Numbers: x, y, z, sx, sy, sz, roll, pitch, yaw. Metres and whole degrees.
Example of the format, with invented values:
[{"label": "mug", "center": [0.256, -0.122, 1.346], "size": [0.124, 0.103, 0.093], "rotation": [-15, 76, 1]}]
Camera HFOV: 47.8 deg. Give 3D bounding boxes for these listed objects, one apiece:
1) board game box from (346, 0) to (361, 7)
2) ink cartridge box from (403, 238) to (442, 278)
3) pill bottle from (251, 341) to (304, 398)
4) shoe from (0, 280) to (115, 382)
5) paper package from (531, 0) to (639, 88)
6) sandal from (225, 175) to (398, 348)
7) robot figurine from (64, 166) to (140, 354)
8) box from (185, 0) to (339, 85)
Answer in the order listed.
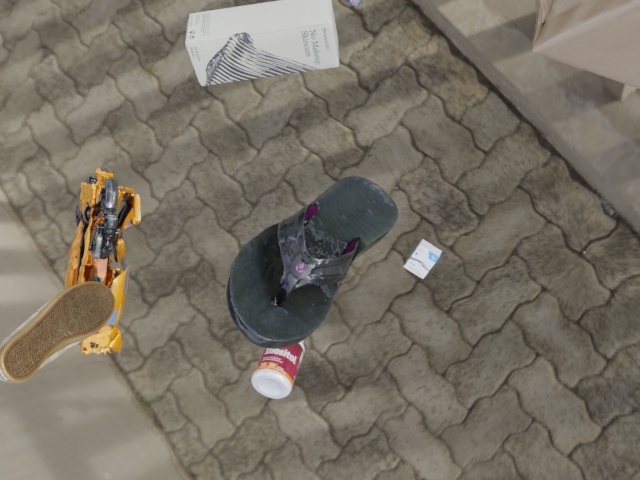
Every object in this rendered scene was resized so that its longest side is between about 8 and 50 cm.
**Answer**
[{"label": "board game box", "center": [0.134, -0.622, 1.527], "size": [0.060, 0.194, 0.194], "rotation": [37, 67, -4]}, {"label": "ink cartridge box", "center": [0.206, 0.044, 1.484], "size": [0.048, 0.028, 0.083], "rotation": [32, 126, 3]}, {"label": "pill bottle", "center": [-0.083, 0.248, 1.517], "size": [0.086, 0.152, 0.086], "rotation": [9, 132, 10]}, {"label": "shoe", "center": [-0.370, 0.122, 0.992], "size": [0.058, 0.219, 0.076], "rotation": [-20, 103, 32]}, {"label": "paper package", "center": [0.584, -0.408, 1.251], "size": [0.309, 0.325, 0.168], "rotation": [-16, 68, 60]}, {"label": "sandal", "center": [-0.001, -0.002, 1.161], "size": [0.168, 0.446, 0.107], "rotation": [37, 133, 5]}, {"label": "robot figurine", "center": [-0.358, 0.027, 1.176], "size": [0.211, 0.085, 0.290], "rotation": [13, 95, 59]}, {"label": "box", "center": [-0.107, -0.379, 1.369], "size": [0.275, 0.113, 0.094], "rotation": [-7, 53, 7]}]
